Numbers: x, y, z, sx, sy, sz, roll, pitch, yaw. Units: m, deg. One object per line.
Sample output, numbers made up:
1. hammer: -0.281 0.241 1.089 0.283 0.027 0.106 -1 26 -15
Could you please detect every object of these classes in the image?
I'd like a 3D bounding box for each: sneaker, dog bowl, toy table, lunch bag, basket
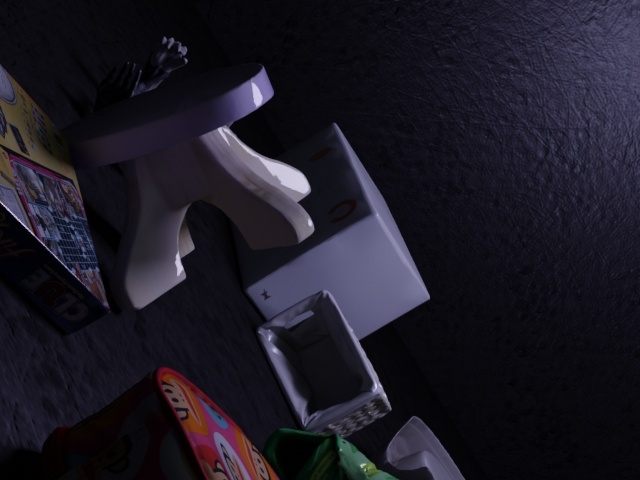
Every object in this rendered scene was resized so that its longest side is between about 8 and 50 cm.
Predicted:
1. sneaker: 0.033 0.263 1.236 0.123 0.109 0.295 37 -12 -34
2. dog bowl: 0.179 0.425 1.792 0.349 0.102 0.349 58 6 -10
3. toy table: -0.128 -0.061 1.211 0.274 0.252 0.161 2 -61 58
4. lunch bag: -0.049 0.246 0.809 0.258 0.120 0.293 51 9 -52
5. basket: 0.007 0.170 1.638 0.167 0.113 0.103 62 3 32

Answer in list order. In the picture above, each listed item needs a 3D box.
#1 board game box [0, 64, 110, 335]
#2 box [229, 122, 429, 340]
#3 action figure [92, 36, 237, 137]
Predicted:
1. board game box: -0.251 -0.056 1.020 0.165 0.042 0.243 53 9 -43
2. box: 0.000 0.000 1.888 0.168 0.215 0.345 56 8 -27
3. action figure: -0.184 -0.153 1.561 0.164 0.141 0.275 47 8 1
